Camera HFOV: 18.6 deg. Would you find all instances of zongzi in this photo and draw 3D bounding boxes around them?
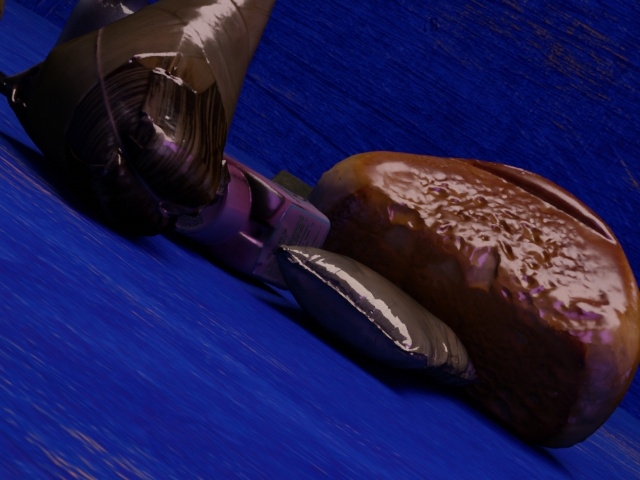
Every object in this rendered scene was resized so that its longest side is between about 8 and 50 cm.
[{"bbox_3d":[-0.105,-0.152,1.766,0.154,0.317,0.289,54,-8,-31],"label":"zongzi"}]

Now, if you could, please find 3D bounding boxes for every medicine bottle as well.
[{"bbox_3d":[-0.083,-0.025,1.918,0.119,0.094,0.188,32,3,27],"label":"medicine bottle"}]

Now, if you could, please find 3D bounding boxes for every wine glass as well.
[{"bbox_3d":[-0.241,-0.226,2.201,0.103,0.231,0.103,35,3,-2],"label":"wine glass"}]

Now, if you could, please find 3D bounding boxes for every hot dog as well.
[{"bbox_3d":[0.183,0.038,2.132,0.405,0.185,0.223,34,41,17],"label":"hot dog"}]

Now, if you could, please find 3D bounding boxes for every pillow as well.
[{"bbox_3d":[0.060,0.079,1.930,0.185,0.075,0.302,37,2,16],"label":"pillow"}]

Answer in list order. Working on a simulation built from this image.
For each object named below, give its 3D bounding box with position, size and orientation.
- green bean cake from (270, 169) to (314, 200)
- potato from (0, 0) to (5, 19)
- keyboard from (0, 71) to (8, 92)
[{"bbox_3d":[0.000,0.000,2.335,0.183,0.094,0.185,33,4,-1],"label":"green bean cake"},{"bbox_3d":[-0.439,-0.307,1.929,0.351,0.202,0.218,46,5,16],"label":"potato"},{"bbox_3d":[-0.445,-0.235,2.279,0.106,0.016,0.262,28,6,-46],"label":"keyboard"}]
